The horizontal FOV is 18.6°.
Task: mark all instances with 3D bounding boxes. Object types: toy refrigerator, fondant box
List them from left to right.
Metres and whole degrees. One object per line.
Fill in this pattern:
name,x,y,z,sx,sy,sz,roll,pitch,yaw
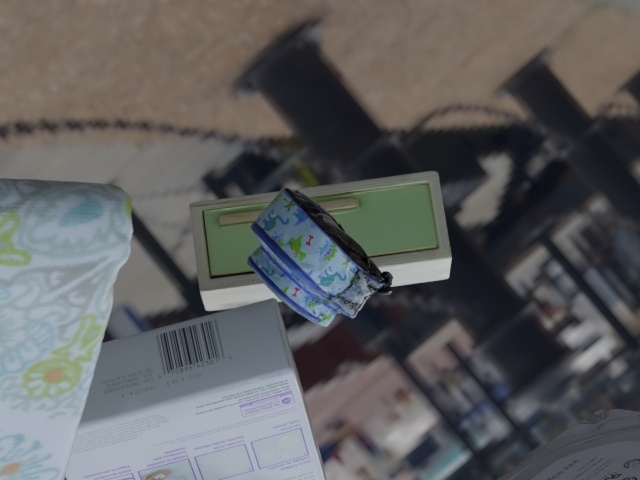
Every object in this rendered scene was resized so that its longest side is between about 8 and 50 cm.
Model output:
fondant box,-0.124,0.215,1.952,0.238,0.096,0.330,-15,140,-1
toy refrigerator,0.000,0.000,2.107,0.269,0.102,0.094,-7,163,0

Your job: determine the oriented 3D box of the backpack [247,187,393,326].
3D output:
backpack,-0.011,0.016,1.704,0.084,0.105,0.114,-46,145,1

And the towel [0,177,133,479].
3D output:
towel,-0.319,0.095,1.337,0.320,0.090,0.374,-2,138,-23

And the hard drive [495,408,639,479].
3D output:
hard drive,0.257,0.203,1.332,0.237,0.064,0.339,-28,-158,-38
